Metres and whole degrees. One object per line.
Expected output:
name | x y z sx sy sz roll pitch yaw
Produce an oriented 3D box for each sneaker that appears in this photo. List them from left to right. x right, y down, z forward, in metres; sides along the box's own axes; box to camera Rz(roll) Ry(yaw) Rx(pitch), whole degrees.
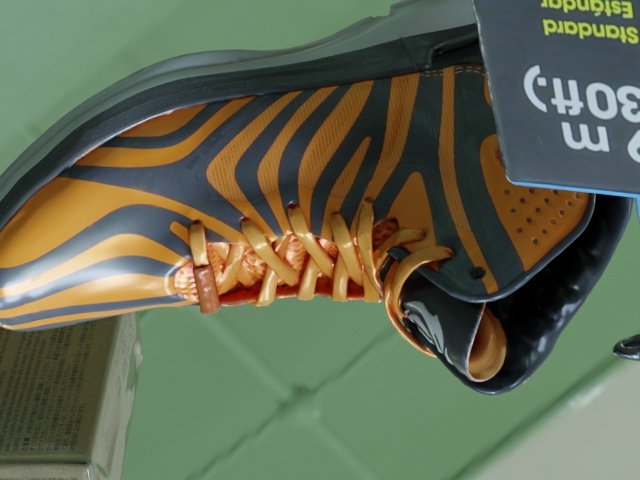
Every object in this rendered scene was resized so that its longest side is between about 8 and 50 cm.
sneaker | 0.000 0.000 0.892 0.321 0.125 0.180 -23 -123 -9

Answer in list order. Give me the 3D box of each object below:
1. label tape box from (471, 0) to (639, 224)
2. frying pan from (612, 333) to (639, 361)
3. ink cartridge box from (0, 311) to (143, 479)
label tape box | 0.174 -0.078 0.573 0.240 0.334 0.106 7 -139 28
frying pan | 0.352 0.057 1.617 0.197 0.326 0.053 -134 -124 -62
ink cartridge box | -0.223 0.110 1.243 0.193 0.088 0.235 -2 -150 3
